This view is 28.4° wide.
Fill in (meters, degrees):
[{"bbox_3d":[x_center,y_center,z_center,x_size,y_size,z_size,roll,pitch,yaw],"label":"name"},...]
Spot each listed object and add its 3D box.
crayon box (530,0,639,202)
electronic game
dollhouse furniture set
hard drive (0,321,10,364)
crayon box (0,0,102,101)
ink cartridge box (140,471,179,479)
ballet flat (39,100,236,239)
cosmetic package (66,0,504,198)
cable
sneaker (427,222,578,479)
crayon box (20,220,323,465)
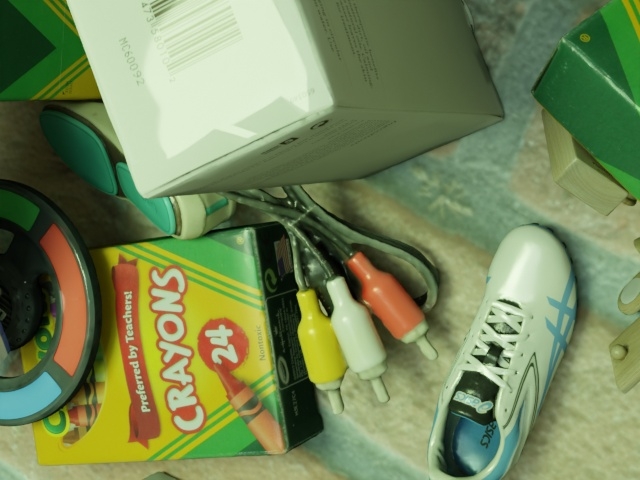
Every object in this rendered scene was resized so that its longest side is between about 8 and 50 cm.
[{"bbox_3d":[0.335,-0.063,0.876,0.203,0.083,0.323,-38,77,-21],"label":"crayon box"},{"bbox_3d":[-0.296,0.057,1.160,0.229,0.048,0.229,3,97,28],"label":"electronic game"},{"bbox_3d":[0.208,-0.001,0.966,0.151,0.144,0.123,32,119,-15],"label":"dollhouse furniture set"},{"bbox_3d":[-0.379,-0.022,1.023,0.210,0.040,0.318,18,144,14],"label":"hard drive"},{"bbox_3d":[-0.412,-0.189,1.126,0.363,0.313,0.106,10,99,23],"label":"crayon box"},{"bbox_3d":[-0.145,0.385,1.134,0.197,0.198,0.270,20,104,22],"label":"ink cartridge box"},{"bbox_3d":[-0.164,-0.074,1.152,0.248,0.086,0.086,35,110,40],"label":"ballet flat"},{"bbox_3d":[-0.010,-0.150,0.924,0.155,0.365,0.197,-23,83,23],"label":"cosmetic package"},{"bbox_3d":[0.000,0.000,1.051,0.139,0.072,0.287,-31,104,4],"label":"cable"},{"bbox_3d":[0.148,0.102,1.036,0.085,0.086,0.237,20,102,23],"label":"sneaker"},{"bbox_3d":[-0.170,0.101,1.179,0.319,0.081,0.202,-8,93,25],"label":"crayon box"}]
